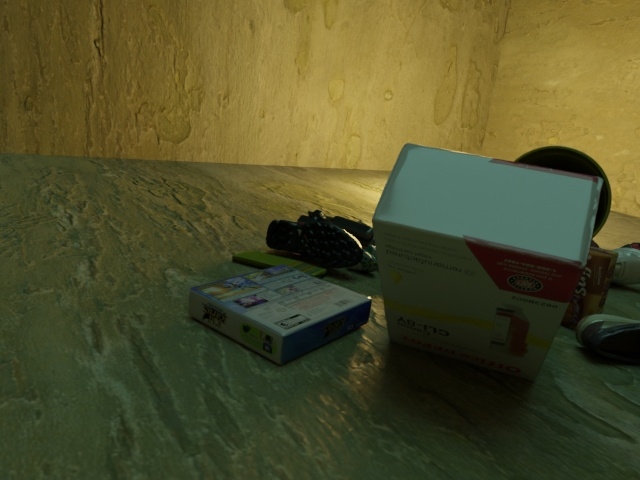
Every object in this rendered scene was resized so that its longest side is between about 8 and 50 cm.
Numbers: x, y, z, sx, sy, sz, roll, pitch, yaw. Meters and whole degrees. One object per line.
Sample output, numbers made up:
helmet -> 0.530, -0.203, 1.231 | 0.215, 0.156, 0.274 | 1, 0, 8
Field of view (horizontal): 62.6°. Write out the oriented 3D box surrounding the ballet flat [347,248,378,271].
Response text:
ballet flat -> 0.084, 0.048, 1.420 | 0.070, 0.070, 0.188 | 0, 15, -25

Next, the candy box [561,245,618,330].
candy box -> 0.579, 0.103, 1.177 | 0.053, 0.187, 0.109 | -9, 23, -44

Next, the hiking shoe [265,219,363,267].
hiking shoe -> 0.000, 0.000, 1.410 | 0.303, 0.113, 0.132 | 17, 6, 36

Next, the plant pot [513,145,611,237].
plant pot -> 0.860, -0.136, 1.938 | 0.366, 0.367, 0.353 | 15, 6, 27

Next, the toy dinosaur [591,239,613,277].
toy dinosaur -> 0.667, 0.016, 1.445 | 0.295, 0.201, 0.127 | 15, 1, 17

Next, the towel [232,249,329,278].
towel -> -0.101, 0.062, 1.346 | 0.237, 0.021, 0.102 | 12, 11, 21

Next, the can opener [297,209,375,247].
can opener -> 0.053, -0.031, 1.684 | 0.280, 0.074, 0.093 | 17, 52, 36

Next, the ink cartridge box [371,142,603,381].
ink cartridge box -> 0.250, 0.054, 0.854 | 0.278, 0.385, 0.161 | 13, 58, 20

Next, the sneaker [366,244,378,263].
sneaker -> 0.186, 0.051, 1.433 | 0.076, 0.065, 0.166 | 5, 17, -20

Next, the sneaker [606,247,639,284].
sneaker -> 0.806, 0.084, 1.529 | 0.304, 0.114, 0.152 | 6, 20, 28

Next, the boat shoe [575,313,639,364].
boat shoe -> 0.660, 0.203, 1.033 | 0.284, 0.103, 0.092 | 4, 20, 5

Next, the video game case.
video game case -> -0.074, 0.130, 1.030 | 0.244, 0.061, 0.269 | 20, 20, 35

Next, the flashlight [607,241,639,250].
flashlight -> 0.906, 0.046, 1.698 | 0.303, 0.103, 0.103 | 6, -12, 0
